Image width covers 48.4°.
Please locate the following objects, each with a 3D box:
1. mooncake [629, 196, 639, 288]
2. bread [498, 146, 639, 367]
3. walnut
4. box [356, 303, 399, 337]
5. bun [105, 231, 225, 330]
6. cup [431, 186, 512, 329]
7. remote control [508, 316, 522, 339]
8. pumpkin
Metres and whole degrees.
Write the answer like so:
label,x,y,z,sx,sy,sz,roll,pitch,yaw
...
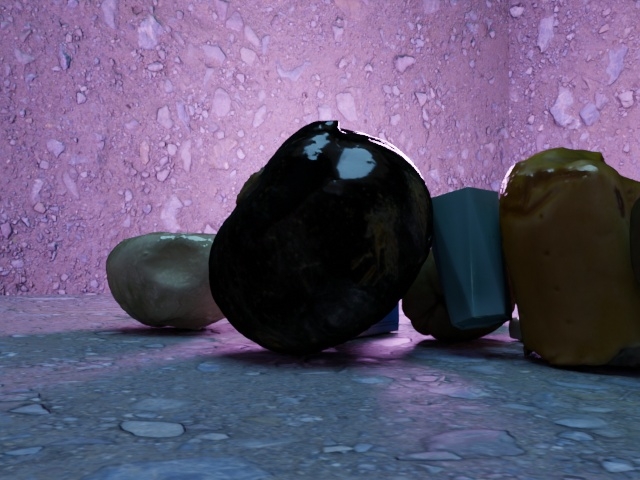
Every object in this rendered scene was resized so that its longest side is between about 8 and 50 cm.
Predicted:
label,x,y,z,sx,sy,sz,roll,pitch,yaw
mooncake,0.651,0.004,0.929,0.393,0.394,0.246,40,4,1
bread,0.457,0.028,1.244,0.250,0.393,0.361,-19,-9,35
walnut,0.293,0.094,1.469,0.283,0.227,0.283,-36,-10,-8
box,0.066,0.169,1.572,0.139,0.073,0.194,0,-1,38
bun,-0.311,0.092,1.657,0.349,0.227,0.352,0,2,22
cup,0.274,0.038,1.292,0.148,0.235,0.134,2,-20,-29
remote control,0.558,0.183,1.517,0.344,0.050,0.145,0,-1,-36
pumpkin,0.000,0.000,1.297,0.344,0.454,0.454,38,-10,-12
